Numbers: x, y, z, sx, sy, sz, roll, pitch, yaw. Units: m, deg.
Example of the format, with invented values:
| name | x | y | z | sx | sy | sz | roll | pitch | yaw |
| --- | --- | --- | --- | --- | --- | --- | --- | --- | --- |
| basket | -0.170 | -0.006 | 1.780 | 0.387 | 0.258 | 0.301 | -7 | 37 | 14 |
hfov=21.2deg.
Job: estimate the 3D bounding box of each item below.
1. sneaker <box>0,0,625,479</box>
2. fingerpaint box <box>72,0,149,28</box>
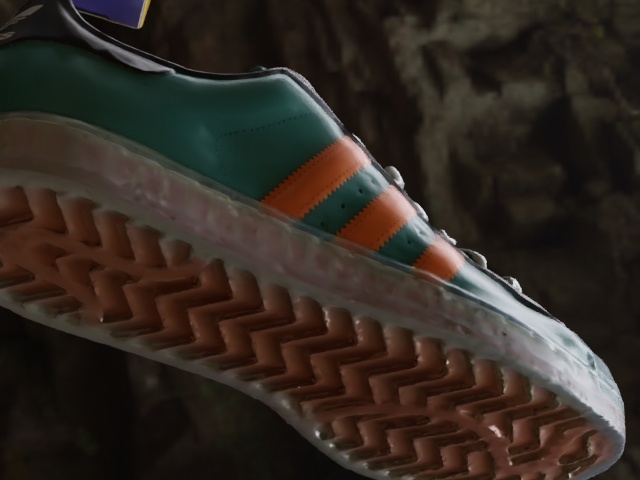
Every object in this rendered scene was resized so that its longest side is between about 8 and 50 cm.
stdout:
| name | x | y | z | sx | sy | sz | roll | pitch | yaw |
| --- | --- | --- | --- | --- | --- | --- | --- | --- | --- |
| sneaker | 0.000 | 0.000 | 0.659 | 0.108 | 0.302 | 0.121 | -37 | -145 | 41 |
| fingerpaint box | -0.333 | -0.421 | 1.600 | 0.371 | 0.445 | 0.163 | -80 | -172 | -48 |
